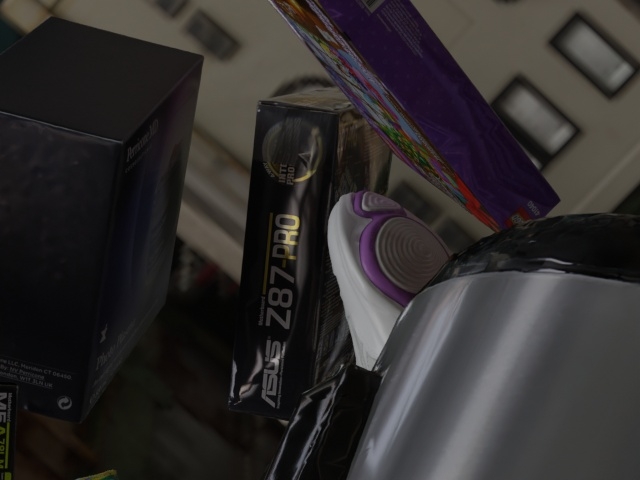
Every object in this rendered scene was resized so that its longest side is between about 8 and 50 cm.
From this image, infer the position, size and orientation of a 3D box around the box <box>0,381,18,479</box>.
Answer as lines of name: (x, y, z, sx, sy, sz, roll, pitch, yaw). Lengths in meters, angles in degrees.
box: (-0.349, 0.210, 1.467, 0.184, 0.190, 0.045, 2, 178, -18)

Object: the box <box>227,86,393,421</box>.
box: (0.000, 0.000, 1.911, 0.097, 0.318, 0.395, 10, -170, 10)

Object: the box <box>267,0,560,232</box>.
box: (0.048, -0.137, 1.363, 0.293, 0.057, 0.201, 48, 178, -37)

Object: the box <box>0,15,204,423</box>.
box: (-0.248, -0.028, 1.711, 0.183, 0.294, 0.296, 13, -156, 6)

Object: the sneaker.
sneaker: (0.056, 0.099, 1.431, 0.114, 0.152, 0.305, 5, -129, -35)

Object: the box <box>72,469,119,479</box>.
box: (-0.325, 0.353, 2.151, 0.043, 0.179, 0.105, -96, -8, -80)

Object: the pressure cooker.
pressure cooker: (0.116, 0.244, 0.655, 0.370, 0.420, 0.375, 38, 158, -27)
